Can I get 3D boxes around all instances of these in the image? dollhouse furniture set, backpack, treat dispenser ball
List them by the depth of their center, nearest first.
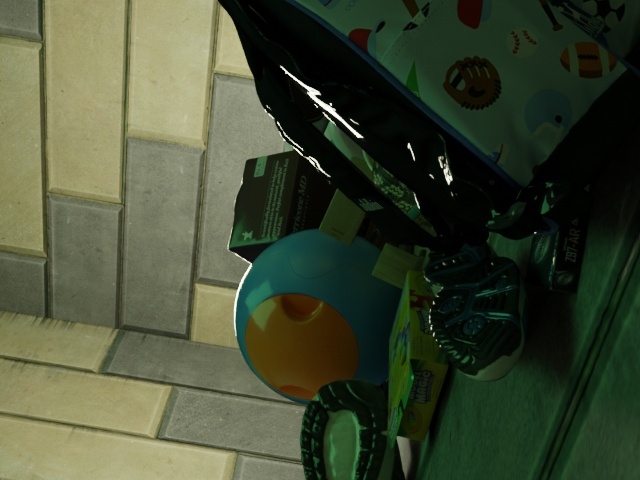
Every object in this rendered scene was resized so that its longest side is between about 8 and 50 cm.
[{"bbox_3d":[0.068,-0.131,0.544,0.213,0.263,0.276,-57,1,-6],"label":"backpack"},{"bbox_3d":[0.092,-0.025,1.190,0.144,0.151,0.123,-66,-6,7],"label":"dollhouse furniture set"},{"bbox_3d":[0.004,0.124,1.335,0.288,0.288,0.288,-171,90,-89],"label":"treat dispenser ball"}]

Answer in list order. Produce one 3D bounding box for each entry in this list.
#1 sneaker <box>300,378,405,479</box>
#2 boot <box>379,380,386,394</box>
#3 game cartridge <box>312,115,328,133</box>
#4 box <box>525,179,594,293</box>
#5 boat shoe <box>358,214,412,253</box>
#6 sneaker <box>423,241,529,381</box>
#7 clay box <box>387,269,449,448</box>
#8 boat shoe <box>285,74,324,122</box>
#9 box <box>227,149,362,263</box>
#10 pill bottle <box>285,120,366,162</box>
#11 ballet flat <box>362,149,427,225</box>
[{"bbox_3d":[0.064,0.406,1.118,0.182,0.158,0.410,34,-121,-57],"label":"sneaker"},{"bbox_3d":[0.069,0.315,1.626,0.338,0.118,0.222,-121,42,-72],"label":"boot"},{"bbox_3d":[0.031,-0.298,1.239,0.196,0.060,0.294,-77,7,-54],"label":"game cartridge"},{"bbox_3d":[0.172,-0.006,0.593,0.067,0.018,0.083,-111,30,-87],"label":"box"},{"bbox_3d":[0.121,-0.045,1.543,0.110,0.105,0.307,98,-179,-45],"label":"boat shoe"},{"bbox_3d":[0.134,0.060,0.642,0.081,0.080,0.211,56,-165,-10],"label":"sneaker"},{"bbox_3d":[0.122,0.151,1.045,0.222,0.053,0.127,-83,3,-58],"label":"clay box"},{"bbox_3d":[-0.021,-0.210,0.825,0.073,0.073,0.206,25,136,45],"label":"boat shoe"},{"bbox_3d":[0.000,0.000,1.600,0.381,0.143,0.191,35,-124,-46],"label":"box"},{"bbox_3d":[0.057,-0.207,1.595,0.361,0.204,0.204,167,114,-71],"label":"pill bottle"},{"bbox_3d":[0.118,-0.209,1.117,0.182,0.164,0.482,-52,24,45],"label":"ballet flat"}]
